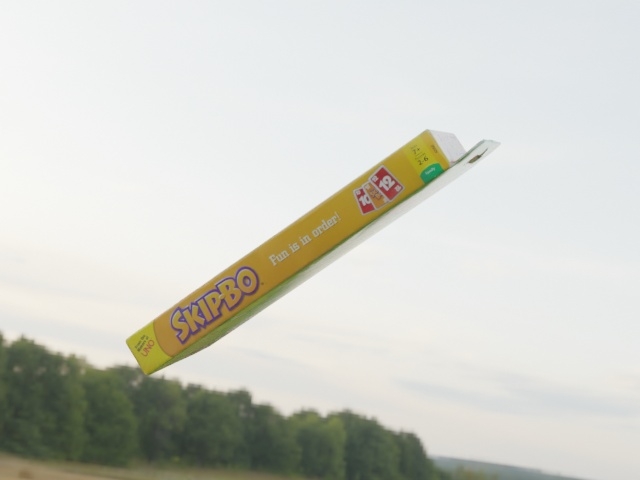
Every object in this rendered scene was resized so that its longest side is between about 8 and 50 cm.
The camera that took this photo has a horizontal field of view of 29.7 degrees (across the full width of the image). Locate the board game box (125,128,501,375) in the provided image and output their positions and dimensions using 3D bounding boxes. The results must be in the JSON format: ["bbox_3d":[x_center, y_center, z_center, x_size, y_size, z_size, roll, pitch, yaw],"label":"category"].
[{"bbox_3d":[0.000,0.000,0.793,0.259,0.039,0.124,-32,-4,13],"label":"board game box"}]
